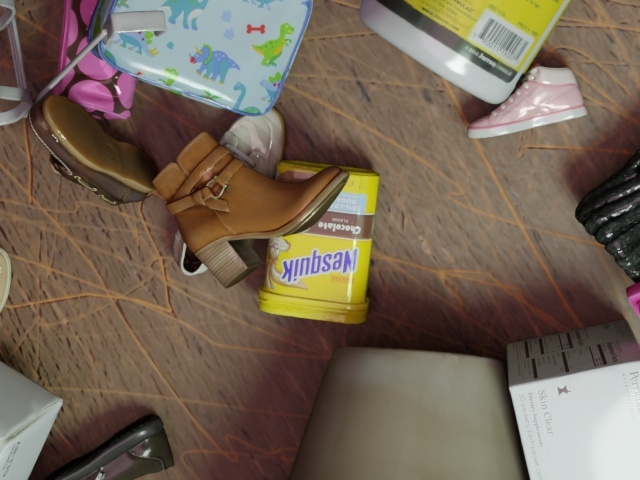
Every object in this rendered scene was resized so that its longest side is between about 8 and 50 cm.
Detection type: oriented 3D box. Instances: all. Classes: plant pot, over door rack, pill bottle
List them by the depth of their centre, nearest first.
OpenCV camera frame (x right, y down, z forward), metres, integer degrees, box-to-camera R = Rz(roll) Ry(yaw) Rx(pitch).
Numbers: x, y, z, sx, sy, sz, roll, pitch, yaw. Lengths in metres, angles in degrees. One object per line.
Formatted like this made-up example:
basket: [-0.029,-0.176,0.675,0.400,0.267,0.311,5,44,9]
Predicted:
over door rack: [-0.305,-0.277,1.523,0.324,0.108,0.239,-21,77,48]
pill bottle: [0.200,-0.327,1.523,0.188,0.188,0.334,33,101,0]
plant pot: [0.096,0.263,1.597,0.323,0.323,0.280,4,82,6]

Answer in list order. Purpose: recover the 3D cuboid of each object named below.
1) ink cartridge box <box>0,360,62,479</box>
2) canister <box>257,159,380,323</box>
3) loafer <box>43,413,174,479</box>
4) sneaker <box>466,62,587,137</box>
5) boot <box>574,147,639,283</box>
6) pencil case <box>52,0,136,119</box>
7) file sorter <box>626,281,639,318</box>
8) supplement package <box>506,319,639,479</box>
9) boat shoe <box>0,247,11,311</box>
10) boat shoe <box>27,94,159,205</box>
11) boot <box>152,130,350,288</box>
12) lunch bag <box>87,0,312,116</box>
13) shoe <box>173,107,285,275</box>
ink cartridge box: [-0.528,0.220,1.667,0.385,0.160,0.279,29,109,9]
canister: [0.000,0.000,1.657,0.126,0.073,0.170,7,98,6]
loafer: [-0.266,0.292,1.729,0.220,0.080,0.078,-33,94,10]
sneaker: [0.222,-0.156,1.619,0.134,0.051,0.070,-13,96,5]
boot: [0.476,-0.006,1.573,0.348,0.131,0.260,40,97,5]
pencil case: [-0.248,-0.241,1.637,0.098,0.095,0.209,2,99,-29]
file sorter: [0.477,0.163,1.507,0.202,0.182,0.290,-25,121,21]
supplement package: [0.301,0.243,1.596,0.145,0.204,0.262,-13,97,8]
boat shoe: [-0.415,0.086,1.723,0.063,0.059,0.170,24,101,2]
boat shoe: [-0.260,-0.090,1.617,0.073,0.207,0.073,-21,58,20]
boot: [-0.080,-0.061,1.595,0.197,0.073,0.152,-37,82,11]
lunch bag: [-0.128,-0.242,1.588,0.219,0.090,0.176,18,98,-23]
shoe: [-0.104,-0.054,1.666,0.076,0.058,0.219,28,101,1]
